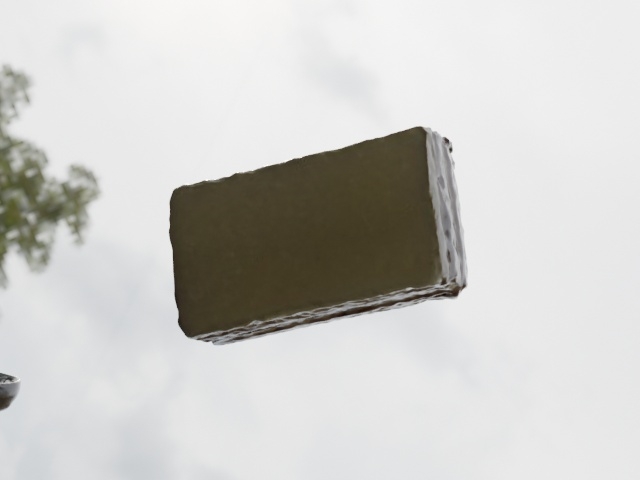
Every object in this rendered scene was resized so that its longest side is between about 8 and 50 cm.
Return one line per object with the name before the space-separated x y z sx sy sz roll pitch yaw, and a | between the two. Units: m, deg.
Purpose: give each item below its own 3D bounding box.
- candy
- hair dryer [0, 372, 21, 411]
candy | 0.000 0.000 1.838 0.320 0.135 0.180 -14 -102 19
hair dryer | -0.570 0.324 2.341 0.155 0.284 0.320 10 -97 28
